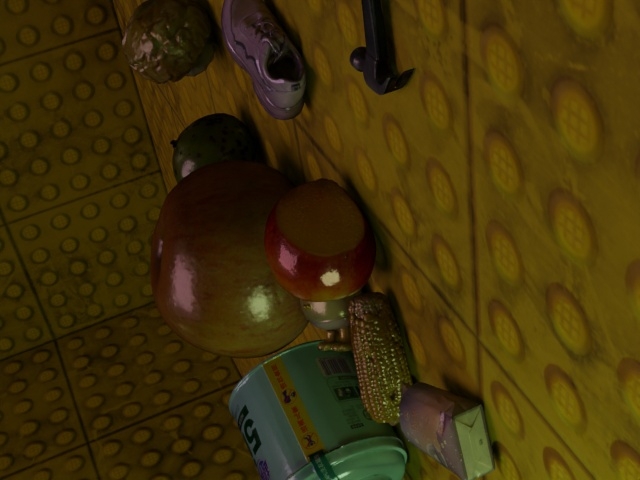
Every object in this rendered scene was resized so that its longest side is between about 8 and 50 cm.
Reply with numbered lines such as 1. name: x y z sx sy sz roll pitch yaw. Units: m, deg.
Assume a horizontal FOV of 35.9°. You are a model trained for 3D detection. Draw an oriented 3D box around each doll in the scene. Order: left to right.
1. doll: 0.003 0.059 1.808 0.141 0.117 0.296 -10 102 65

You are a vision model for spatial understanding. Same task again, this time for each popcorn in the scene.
1. popcorn: -0.344 -0.449 2.219 0.221 0.204 0.183 20 159 48

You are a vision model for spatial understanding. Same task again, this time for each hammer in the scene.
1. hammer: 0.061 -0.309 1.204 0.137 0.037 0.290 -125 19 -47

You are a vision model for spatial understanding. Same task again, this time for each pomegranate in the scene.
1. pomegranate: -0.215 -0.170 2.224 0.263 0.211 0.211 26 172 -11

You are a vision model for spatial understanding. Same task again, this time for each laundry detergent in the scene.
1. laundry detergent: 0.003 0.401 1.963 0.287 0.287 0.305 89 157 -54

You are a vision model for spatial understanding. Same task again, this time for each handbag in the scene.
1. handbag: 0.189 0.278 1.489 0.173 0.095 0.117 17 122 63

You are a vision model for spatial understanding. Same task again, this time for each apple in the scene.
1. apple: -0.182 0.047 1.994 0.400 0.333 0.400 169 90 -85

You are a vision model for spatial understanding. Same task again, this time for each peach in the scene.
1. peach: 0.000 0.000 1.617 0.190 0.190 0.192 -147 50 -68

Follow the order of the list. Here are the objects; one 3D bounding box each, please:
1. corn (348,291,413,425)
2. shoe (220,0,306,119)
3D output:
1. corn: 0.104 0.207 1.692 0.097 0.097 0.261 -138 31 -62
2. shoe: -0.092 -0.331 1.672 0.245 0.095 0.137 64 163 5
